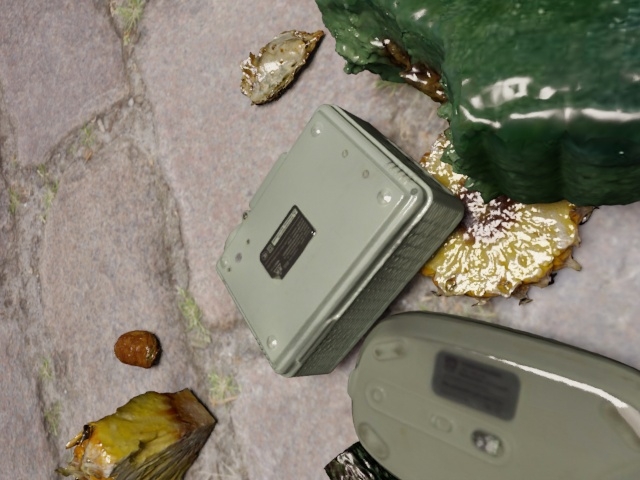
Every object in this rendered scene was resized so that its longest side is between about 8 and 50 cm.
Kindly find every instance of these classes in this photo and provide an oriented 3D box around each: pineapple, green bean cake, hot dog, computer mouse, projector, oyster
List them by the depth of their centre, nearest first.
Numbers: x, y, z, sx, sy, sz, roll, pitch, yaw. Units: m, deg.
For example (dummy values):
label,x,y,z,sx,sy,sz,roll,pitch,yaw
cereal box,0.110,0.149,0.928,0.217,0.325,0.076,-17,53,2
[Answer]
label,x,y,z,sx,sy,sz,roll,pitch,yaw
green bean cake,0.154,-0.191,0.415,0.308,0.169,0.299,10,79,29
computer mouse,0.177,0.181,0.452,0.331,0.095,0.197,16,94,37
pineapple,0.175,-0.032,0.487,0.222,0.047,0.220,-2,85,29
projector,0.000,0.000,0.525,0.256,0.099,0.192,-54,51,21
oyster,-0.053,-0.231,0.633,0.132,0.029,0.085,-6,91,26
pineapple,-0.243,0.291,0.651,0.114,0.186,0.236,43,151,20
hot dog,-0.286,0.172,0.738,0.084,0.035,0.058,2,88,29

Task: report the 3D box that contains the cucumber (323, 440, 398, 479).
label,x,y,z,sx,sy,sz,roll,pitch,yaw
cucumber,0.120,0.341,0.491,0.293,0.068,0.067,44,108,23
